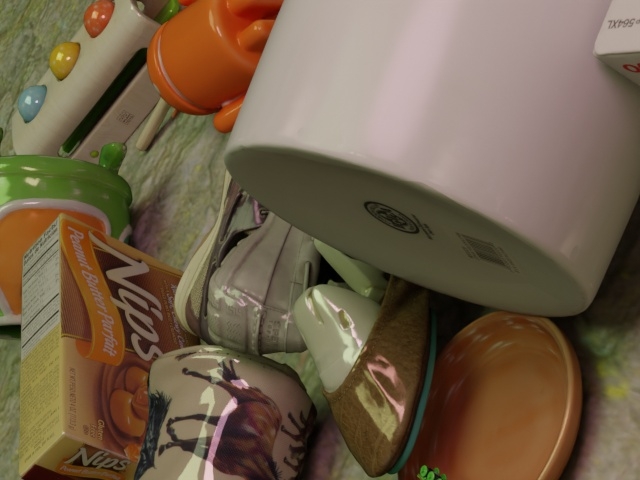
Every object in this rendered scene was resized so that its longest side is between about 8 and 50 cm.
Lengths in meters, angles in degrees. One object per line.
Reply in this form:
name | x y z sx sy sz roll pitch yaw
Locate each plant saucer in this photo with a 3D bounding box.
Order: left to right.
plant saucer | 0.141 0.152 1.338 0.200 0.037 0.200 -36 39 36

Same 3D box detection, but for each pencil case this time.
pencil case | -0.128 0.306 1.502 0.183 0.160 0.410 -17 52 56

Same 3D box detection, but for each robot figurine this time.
robot figurine | -0.118 -0.222 1.933 0.219 0.158 0.128 -26 25 45

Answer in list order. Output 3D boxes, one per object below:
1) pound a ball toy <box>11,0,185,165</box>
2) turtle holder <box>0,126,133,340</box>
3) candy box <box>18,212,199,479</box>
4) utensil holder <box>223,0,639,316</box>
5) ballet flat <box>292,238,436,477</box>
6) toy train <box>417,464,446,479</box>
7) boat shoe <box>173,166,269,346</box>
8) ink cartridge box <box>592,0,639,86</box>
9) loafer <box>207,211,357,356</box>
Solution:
pound a ball toy | -0.277 -0.209 2.154 0.319 0.135 0.208 -47 34 25
turtle holder | -0.371 0.007 2.030 0.320 0.243 0.227 -12 74 42
candy box | -0.220 0.135 1.750 0.087 0.183 0.316 -43 36 28
utensil holder | 0.133 -0.176 1.290 0.327 0.327 0.385 4 67 57
ballet flat | 0.046 0.039 1.437 0.116 0.124 0.342 -42 26 54
toy train | 0.100 0.203 1.307 0.083 0.017 0.024 35 107 59
boat shoe | -0.059 -0.018 1.718 0.092 0.103 0.285 36 101 54
ink cartridge box | 0.313 -0.121 1.130 0.148 0.203 0.086 5 70 57
loafer | 0.000 0.000 1.559 0.319 0.111 0.112 -59 -22 -45
